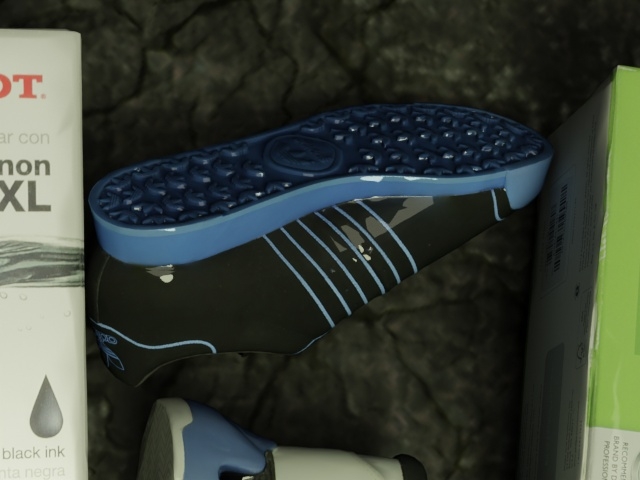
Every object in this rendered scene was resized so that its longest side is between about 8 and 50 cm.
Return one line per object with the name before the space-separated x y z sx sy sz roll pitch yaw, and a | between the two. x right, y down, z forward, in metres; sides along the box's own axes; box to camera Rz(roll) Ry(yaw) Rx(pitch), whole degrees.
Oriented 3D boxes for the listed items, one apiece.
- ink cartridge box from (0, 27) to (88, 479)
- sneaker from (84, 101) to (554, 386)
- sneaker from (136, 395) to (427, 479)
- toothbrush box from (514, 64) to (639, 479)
ink cartridge box | -0.187 0.031 0.727 0.172 0.100 0.237 -1 88 -15
sneaker | 0.000 0.000 0.795 0.232 0.081 0.090 -12 126 -26
sneaker | 0.011 0.228 0.755 0.182 0.127 0.315 3 85 -12
toothbrush box | 0.242 0.054 0.795 0.283 0.122 0.206 7 75 -6
